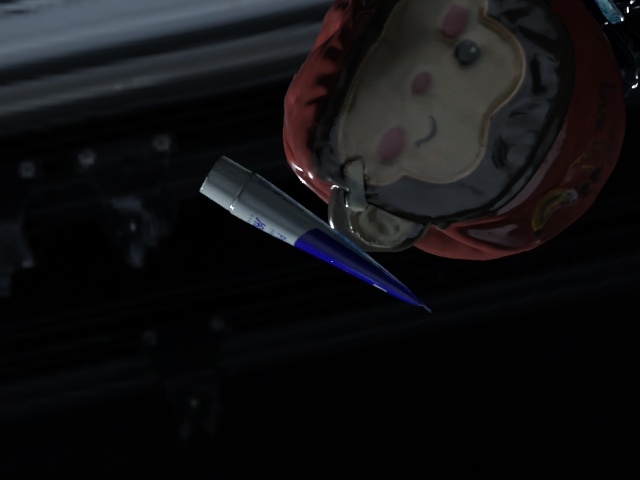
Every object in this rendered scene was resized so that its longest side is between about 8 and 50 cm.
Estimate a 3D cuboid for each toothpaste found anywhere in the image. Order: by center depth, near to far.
[{"bbox_3d":[0.000,0.000,0.488,0.083,0.024,0.015,32,-89,-4],"label":"toothpaste"}]

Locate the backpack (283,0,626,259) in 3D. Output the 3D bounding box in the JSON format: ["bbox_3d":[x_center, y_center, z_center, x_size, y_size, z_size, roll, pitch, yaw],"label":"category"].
[{"bbox_3d":[0.093,-0.085,0.984,0.229,0.139,0.229,-3,-74,-12],"label":"backpack"}]

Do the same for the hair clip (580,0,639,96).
[{"bbox_3d":[0.169,-0.202,1.279,0.206,0.194,0.310,-21,-85,27],"label":"hair clip"}]
